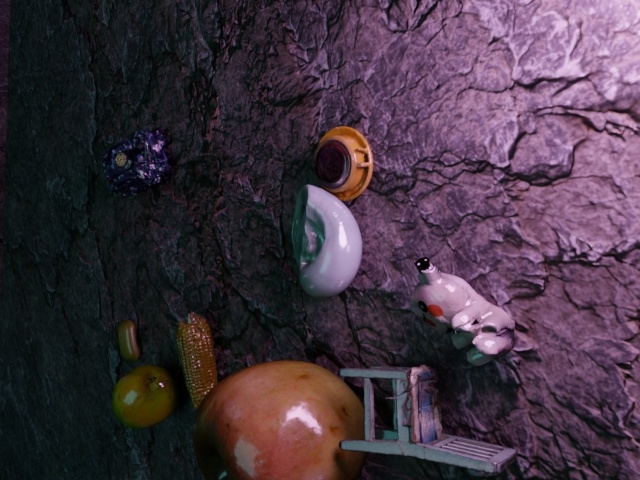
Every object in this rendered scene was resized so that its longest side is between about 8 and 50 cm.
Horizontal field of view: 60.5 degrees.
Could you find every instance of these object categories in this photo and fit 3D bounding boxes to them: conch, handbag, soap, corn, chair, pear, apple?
[{"bbox_3d":[0.004,0.002,1.071,0.184,0.120,0.221,-9,83,45],"label":"conch"},{"bbox_3d":[-0.527,-0.215,1.571,0.260,0.113,0.162,-14,92,37],"label":"handbag"},{"bbox_3d":[-0.625,0.328,1.784,0.088,0.045,0.140,-15,85,41],"label":"soap"},{"bbox_3d":[-0.324,0.320,1.457,0.097,0.097,0.262,-4,95,45],"label":"corn"},{"bbox_3d":[0.175,0.283,0.918,0.270,0.136,0.147,-6,78,32],"label":"chair"},{"bbox_3d":[-0.500,0.444,1.579,0.219,0.187,0.188,-41,67,47],"label":"pear"},{"bbox_3d":[-0.073,0.390,1.084,0.338,0.304,0.339,29,128,45],"label":"apple"}]

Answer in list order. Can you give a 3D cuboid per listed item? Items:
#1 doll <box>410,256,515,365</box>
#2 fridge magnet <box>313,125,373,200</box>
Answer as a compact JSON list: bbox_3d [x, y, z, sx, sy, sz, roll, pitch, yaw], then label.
[{"bbox_3d":[0.223,0.116,0.880,0.192,0.149,0.095,39,80,25],"label":"doll"},{"bbox_3d":[0.039,-0.147,1.056,0.143,0.063,0.143,9,103,40],"label":"fridge magnet"}]
